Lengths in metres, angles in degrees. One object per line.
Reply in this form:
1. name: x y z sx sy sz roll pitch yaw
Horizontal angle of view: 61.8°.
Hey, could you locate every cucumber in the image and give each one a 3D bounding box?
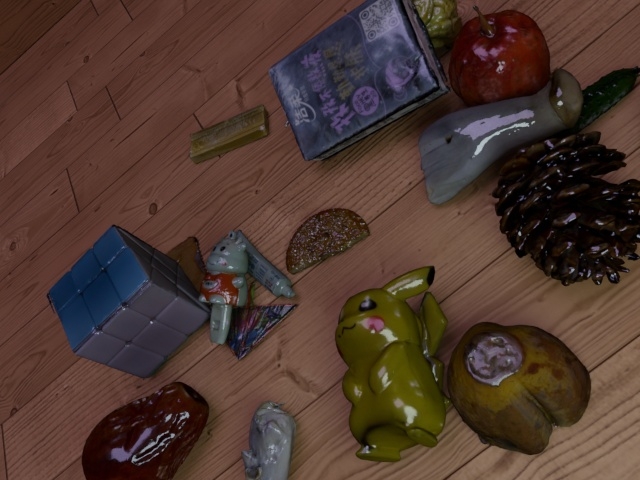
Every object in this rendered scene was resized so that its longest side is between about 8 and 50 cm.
1. cucumber: 0.511 -0.257 1.019 0.227 0.069 0.069 -36 52 3

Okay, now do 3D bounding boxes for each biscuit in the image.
1. biscuit: 0.004 -0.012 1.196 0.206 0.025 0.126 -28 54 14
2. biscuit: -0.383 0.127 1.349 0.237 0.013 0.232 -34 53 9

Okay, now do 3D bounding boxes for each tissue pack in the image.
1. tissue pack: 0.074 -0.364 1.202 0.361 0.122 0.259 -26 82 30

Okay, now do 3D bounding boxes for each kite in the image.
1. kite: -0.154 0.178 1.191 0.241 0.014 0.183 -12 56 24

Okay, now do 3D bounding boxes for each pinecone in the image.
1. pinecone: 0.401 -0.054 0.874 0.224 0.224 0.272 -26 58 16

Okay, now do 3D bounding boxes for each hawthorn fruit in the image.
1. hawthorn fruit: 0.348 -0.373 1.061 0.207 0.243 0.207 -16 55 24

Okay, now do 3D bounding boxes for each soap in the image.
1. soap: -0.257 -0.296 1.496 0.252 0.037 0.092 -16 58 21

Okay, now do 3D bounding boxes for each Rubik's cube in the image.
1. Rubik's cube: -0.433 0.143 1.220 0.224 0.221 0.231 -46 52 0

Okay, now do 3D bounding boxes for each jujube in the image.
1. jujube: -0.349 0.401 1.082 0.255 0.190 0.190 -45 51 -8

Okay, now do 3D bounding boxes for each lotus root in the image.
1. lotus root: 0.294 0.210 0.814 0.199 0.180 0.188 4 63 32

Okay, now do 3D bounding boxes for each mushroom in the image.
1. mushroom: 0.334 -0.197 1.020 0.329 0.122 0.159 -22 94 35
2. mushroom: -0.087 0.432 0.967 0.096 0.099 0.278 -20 59 36

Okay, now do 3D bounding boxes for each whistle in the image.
1. whistle: -0.215 0.102 1.192 0.102 0.106 0.253 170 108 -70

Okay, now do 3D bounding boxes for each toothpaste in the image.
1. toothpaste: -0.144 0.060 1.228 0.268 0.047 0.069 35 118 40

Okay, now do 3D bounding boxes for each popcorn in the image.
1. popcorn: 0.229 -0.513 1.272 0.168 0.173 0.195 -36 11 -39

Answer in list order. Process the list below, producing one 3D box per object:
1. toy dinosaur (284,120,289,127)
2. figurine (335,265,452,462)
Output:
1. toy dinosaur: 0.014 -0.355 1.375 0.142 0.057 0.212 25 90 18
2. figurine: 0.123 0.197 0.920 0.218 0.169 0.326 -37 54 37
